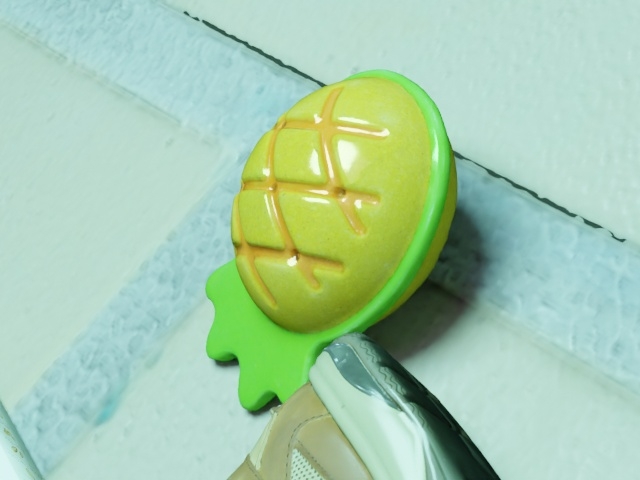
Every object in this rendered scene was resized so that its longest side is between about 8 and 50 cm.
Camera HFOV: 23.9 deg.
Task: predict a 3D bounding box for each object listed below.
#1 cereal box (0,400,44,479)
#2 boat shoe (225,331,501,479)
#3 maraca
[{"bbox_3d":[-0.239,0.149,0.813,0.173,0.047,0.240,-39,46,-3],"label":"cereal box"},{"bbox_3d":[0.051,0.173,0.592,0.120,0.122,0.324,-41,38,4],"label":"boat shoe"},{"bbox_3d":[0.000,0.000,0.760,0.186,0.099,0.127,-57,41,18],"label":"maraca"}]
